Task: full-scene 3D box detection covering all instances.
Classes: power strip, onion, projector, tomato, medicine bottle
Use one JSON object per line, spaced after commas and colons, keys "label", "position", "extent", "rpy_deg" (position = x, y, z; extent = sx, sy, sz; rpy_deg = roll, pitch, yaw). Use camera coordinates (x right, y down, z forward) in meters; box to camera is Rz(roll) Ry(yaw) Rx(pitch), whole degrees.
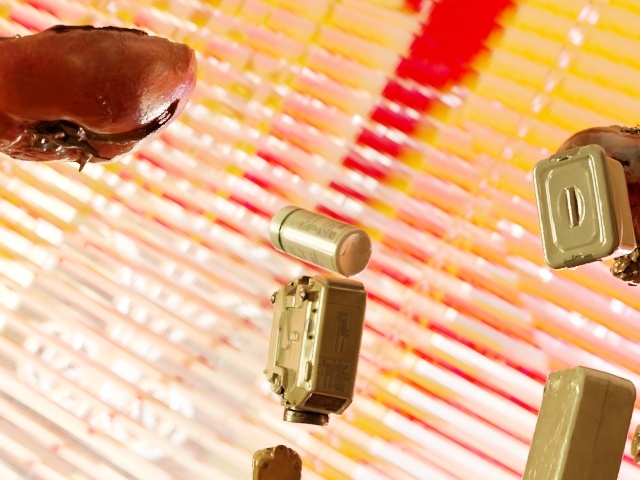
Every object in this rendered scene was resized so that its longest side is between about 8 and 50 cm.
{"label": "power strip", "position": [-0.065, 0.404, 1.760], "extent": [0.064, 0.305, 0.044], "rpy_deg": [2, 10, -13]}
{"label": "onion", "position": [0.506, -0.082, 2.227], "extent": [0.281, 0.281, 0.221], "rpy_deg": [30, -10, 8]}
{"label": "projector", "position": [-0.012, 0.142, 1.773], "extent": [0.088, 0.193, 0.269], "rpy_deg": [8, -4, -11]}
{"label": "tomato", "position": [-0.228, -0.121, 1.243], "extent": [0.228, 0.101, 0.228], "rpy_deg": [-2, -10, 0]}
{"label": "power strip", "position": [0.173, 0.240, 1.031], "extent": [0.053, 0.288, 0.093], "rpy_deg": [17, -10, -7]}
{"label": "medicine bottle", "position": [0.000, 0.000, 2.302], "extent": [0.183, 0.086, 0.086], "rpy_deg": [21, -15, 48]}

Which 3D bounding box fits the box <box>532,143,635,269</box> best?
{"label": "box", "position": [0.388, -0.043, 1.970], "extent": [0.124, 0.172, 0.093], "rpy_deg": [-16, -17, 40]}

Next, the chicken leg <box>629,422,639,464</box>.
{"label": "chicken leg", "position": [0.446, 0.225, 1.521], "extent": [0.196, 0.080, 0.125], "rpy_deg": [-7, -18, -13]}
